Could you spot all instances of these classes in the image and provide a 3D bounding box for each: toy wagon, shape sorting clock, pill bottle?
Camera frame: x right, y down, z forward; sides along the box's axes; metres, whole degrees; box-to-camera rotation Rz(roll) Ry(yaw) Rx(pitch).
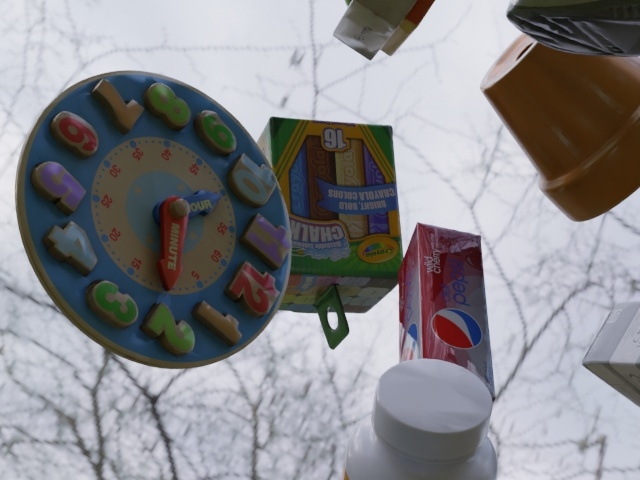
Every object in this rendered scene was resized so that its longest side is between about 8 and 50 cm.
[{"bbox_3d":[0.123,-0.298,0.913,0.068,0.344,0.267,34,-8,-5],"label":"toy wagon"},{"bbox_3d":[-0.102,-0.017,0.795,0.206,0.206,0.040,44,-40,-22],"label":"shape sorting clock"},{"bbox_3d":[0.085,0.233,1.093,0.136,0.136,0.245,17,-56,16],"label":"pill bottle"}]

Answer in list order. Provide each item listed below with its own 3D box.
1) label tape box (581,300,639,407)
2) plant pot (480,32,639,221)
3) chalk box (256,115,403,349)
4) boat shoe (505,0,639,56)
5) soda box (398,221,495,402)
[{"bbox_3d":[0.491,0.173,1.434,0.241,0.106,0.334,36,-12,-7],"label":"label tape box"},{"bbox_3d":[0.293,-0.158,1.390,0.188,0.205,0.205,41,-36,-10],"label":"plant pot"},{"bbox_3d":[0.000,0.000,1.657,0.179,0.288,0.180,4,-22,-16],"label":"chalk box"},{"bbox_3d":[0.286,-0.195,0.893,0.320,0.103,0.118,9,-12,46],"label":"boat shoe"},{"bbox_3d":[0.139,0.101,1.383,0.084,0.263,0.092,11,-49,-8],"label":"soda box"}]
